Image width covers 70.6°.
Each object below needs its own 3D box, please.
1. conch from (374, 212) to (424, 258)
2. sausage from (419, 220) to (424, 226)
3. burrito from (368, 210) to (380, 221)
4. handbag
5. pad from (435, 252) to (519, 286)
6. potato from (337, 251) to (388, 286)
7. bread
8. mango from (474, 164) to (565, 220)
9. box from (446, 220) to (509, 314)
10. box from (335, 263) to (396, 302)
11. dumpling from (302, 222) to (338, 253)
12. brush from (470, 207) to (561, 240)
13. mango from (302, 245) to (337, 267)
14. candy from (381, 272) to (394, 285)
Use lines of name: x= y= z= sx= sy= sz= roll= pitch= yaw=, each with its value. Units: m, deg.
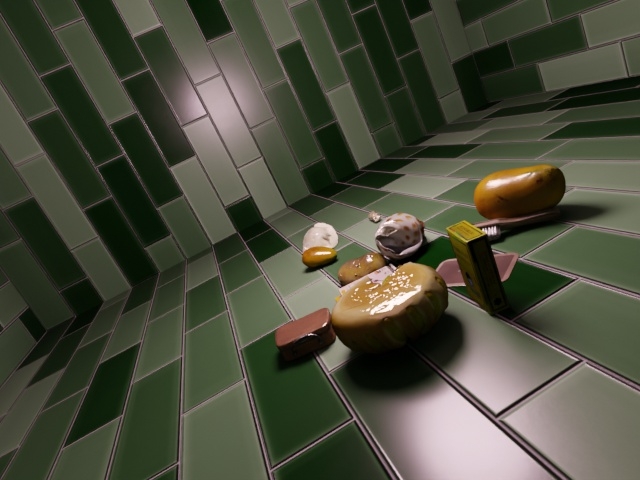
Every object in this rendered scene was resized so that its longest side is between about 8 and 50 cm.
conch: x=0.313 y=-0.015 z=1.744 sx=0.275 sy=0.182 sz=0.148 roll=-15 pitch=-16 yaw=-22
sausage: x=0.407 y=-0.075 z=1.980 sx=0.034 sy=0.034 sz=0.129 roll=-30 pitch=16 yaw=-13
burrito: x=0.275 y=-0.124 z=2.315 sx=0.055 sy=0.041 sz=0.149 roll=-12 pitch=13 yaw=-1
handbag: x=-0.048 y=0.300 z=1.435 sx=0.194 sy=0.072 sz=0.151 roll=-22 pitch=17 yaw=6
pad: x=0.473 y=0.093 z=1.421 sx=0.266 sy=0.002 sz=0.176 roll=-10 pitch=22 yaw=42
potato: x=0.155 y=0.102 z=1.733 sx=0.201 sy=0.081 sz=0.164 roll=-23 pitch=17 yaw=17
bread: x=0.192 y=0.197 z=1.240 sx=0.333 sy=0.160 sz=0.333 roll=-25 pitch=16 yaw=8
mango: x=0.677 y=-0.161 z=1.536 sx=0.317 sy=0.211 sz=0.172 roll=-18 pitch=49 yaw=55
box: x=0.415 y=0.070 z=1.196 sx=0.064 sy=0.219 sz=0.141 roll=-25 pitch=18 yaw=1
box: x=0.167 y=0.163 z=1.603 sx=0.247 sy=0.033 sz=0.129 roll=-26 pitch=17 yaw=-2
dumpling: x=-0.001 y=0.003 z=2.232 sx=0.167 sy=0.125 sz=0.216 roll=9 pitch=19 yaw=17
brush: x=0.628 y=-0.041 z=1.516 sx=0.328 sy=0.070 sz=0.065 roll=-14 pitch=55 yaw=24
mango: x=-0.004 y=0.072 z=2.048 sx=0.163 sy=0.089 sz=0.111 roll=-14 pitch=29 yaw=5
candy: x=0.168 y=0.199 z=1.467 sx=0.262 sy=0.073 sz=0.077 roll=-36 pitch=0 yaw=-10
